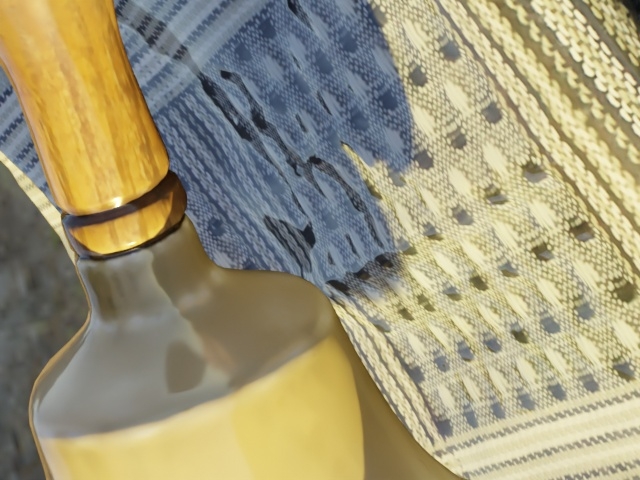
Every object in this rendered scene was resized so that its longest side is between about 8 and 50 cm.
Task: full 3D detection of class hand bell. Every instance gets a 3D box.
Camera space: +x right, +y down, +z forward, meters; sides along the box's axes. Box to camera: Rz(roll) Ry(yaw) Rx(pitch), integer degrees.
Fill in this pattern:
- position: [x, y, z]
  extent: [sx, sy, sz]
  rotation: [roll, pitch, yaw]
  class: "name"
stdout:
- position: [-0.044, -0.013, 0.384]
  extent: [0.126, 0.126, 0.242]
  rotation: [13, 129, 56]
  class: "hand bell"

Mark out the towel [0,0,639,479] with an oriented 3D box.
- position: [0.000, 0.000, 0.546]
  extent: [0.312, 0.056, 0.324]
  rotation: [52, 153, -5]
  class: "towel"
